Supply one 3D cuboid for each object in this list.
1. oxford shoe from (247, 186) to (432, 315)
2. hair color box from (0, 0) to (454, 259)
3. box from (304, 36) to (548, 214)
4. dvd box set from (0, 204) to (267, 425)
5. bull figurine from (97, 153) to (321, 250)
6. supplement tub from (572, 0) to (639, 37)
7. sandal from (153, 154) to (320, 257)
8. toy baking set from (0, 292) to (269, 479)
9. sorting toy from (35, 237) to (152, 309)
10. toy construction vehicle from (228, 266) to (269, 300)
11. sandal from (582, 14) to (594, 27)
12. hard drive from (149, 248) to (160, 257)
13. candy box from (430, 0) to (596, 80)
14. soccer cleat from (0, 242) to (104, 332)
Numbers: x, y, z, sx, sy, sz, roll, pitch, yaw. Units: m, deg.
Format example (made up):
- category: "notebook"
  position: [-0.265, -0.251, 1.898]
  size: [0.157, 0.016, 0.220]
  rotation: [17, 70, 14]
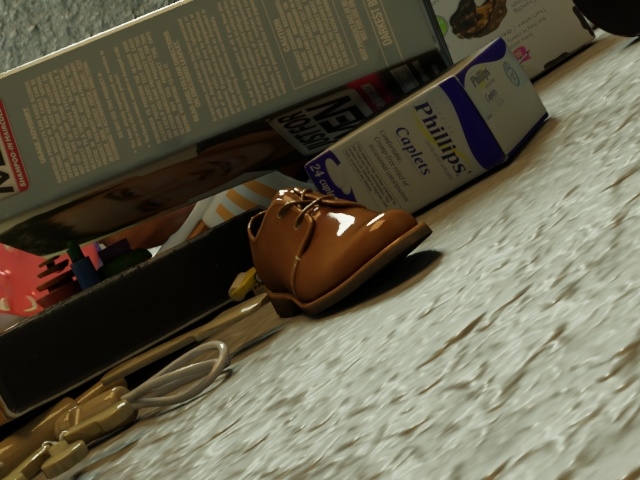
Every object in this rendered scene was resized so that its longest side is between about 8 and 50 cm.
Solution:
- category: "oxford shoe"
  position: [0.000, 0.000, 1.175]
  size: [0.076, 0.076, 0.212]
  rotation: [-33, 8, -23]
- category: "hair color box"
  position: [-0.089, -0.109, 1.454]
  size: [0.374, 0.113, 0.185]
  rotation: [-21, -10, 8]
- category: "box"
  position: [0.079, -0.073, 1.349]
  size: [0.137, 0.072, 0.126]
  rotation: [-30, 6, 27]
- category: "dvd box set"
  position: [-0.254, 0.111, 1.494]
  size: [0.308, 0.062, 0.420]
  rotation: [-28, 1, -44]
- category: "bull figurine"
  position: [-0.076, -0.080, 1.712]
  size: [0.310, 0.101, 0.188]
  rotation: [-27, -21, -35]
- category: "supplement tub"
  position: [0.292, -0.252, 1.527]
  size: [0.198, 0.106, 0.106]
  rotation: [-37, 8, -34]
- category: "sandal"
  position: [-0.060, -0.013, 1.627]
  size: [0.102, 0.076, 0.265]
  rotation: [-7, -37, -47]
- category: "toy baking set"
  position: [-0.146, 0.120, 1.200]
  size: [0.256, 0.030, 0.197]
  rotation: [-36, 10, -30]
- category: "sorting toy"
  position: [-0.190, 0.019, 1.514]
  size: [0.102, 0.042, 0.061]
  rotation: [-27, 1, 0]
- category: "toy construction vehicle"
  position: [-0.016, 0.013, 1.371]
  size: [0.098, 0.035, 0.086]
  rotation: [-33, 16, 27]
- category: "sandal"
  position: [0.218, -0.256, 1.839]
  size: [0.416, 0.102, 0.169]
  rotation: [-29, 19, 11]
- category: "hard drive"
  position: [-0.284, 0.112, 1.855]
  size: [0.319, 0.040, 0.210]
  rotation: [-34, 4, -6]
- category: "candy box"
  position: [0.124, -0.218, 1.680]
  size: [0.165, 0.196, 0.070]
  rotation: [-33, 5, -1]
- category: "soccer cleat"
  position: [-0.281, 0.051, 1.718]
  size: [0.248, 0.083, 0.095]
  rotation: [-26, -16, 30]
